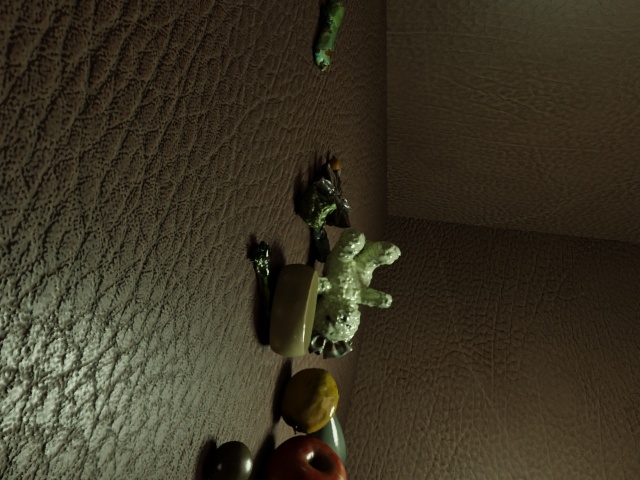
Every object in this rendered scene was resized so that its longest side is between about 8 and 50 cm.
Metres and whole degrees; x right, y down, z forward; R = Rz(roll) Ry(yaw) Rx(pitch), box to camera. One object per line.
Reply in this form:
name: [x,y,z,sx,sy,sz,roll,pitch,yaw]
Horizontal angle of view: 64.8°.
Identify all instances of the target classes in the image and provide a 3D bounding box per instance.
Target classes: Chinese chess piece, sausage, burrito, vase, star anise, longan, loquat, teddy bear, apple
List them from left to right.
longan: [-0.205,0.507,1.136,0.113,0.092,0.113,-29,129,-43]
Chinese chess piece: [-0.074,0.199,1.447,0.273,0.102,0.273,7,90,-84]
apple: [-0.055,0.747,1.558,0.216,0.260,0.260,-62,174,19]
loquat: [-0.038,0.534,1.677,0.176,0.187,0.234,42,53,-21]
vase: [0.000,0.000,1.823,0.211,0.060,0.060,79,22,-51]
vase: [0.023,0.801,2.169,0.173,0.173,0.321,-42,132,-71]
star anise: [0.026,-0.144,1.760,0.236,0.109,0.223,13,61,-63]
burrito: [0.024,-0.668,1.583,0.104,0.054,0.288,69,32,-61]
sausage: [0.048,-0.232,1.918,0.062,0.054,0.183,-15,118,-46]
teddy bear: [0.090,0.206,1.759,0.375,0.327,0.362,135,-28,-61]

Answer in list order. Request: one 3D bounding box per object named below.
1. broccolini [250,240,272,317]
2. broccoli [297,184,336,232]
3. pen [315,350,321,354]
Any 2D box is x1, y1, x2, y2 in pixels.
broccolini: [-0.152,0.103,1.306,0.057,0.071,0.254,53,-29,40]
broccoli: [-0.012,-0.102,1.580,0.130,0.120,0.131,72,3,-47]
pen: [0.021,0.414,2.204,0.269,0.033,0.033,-54,149,-63]
